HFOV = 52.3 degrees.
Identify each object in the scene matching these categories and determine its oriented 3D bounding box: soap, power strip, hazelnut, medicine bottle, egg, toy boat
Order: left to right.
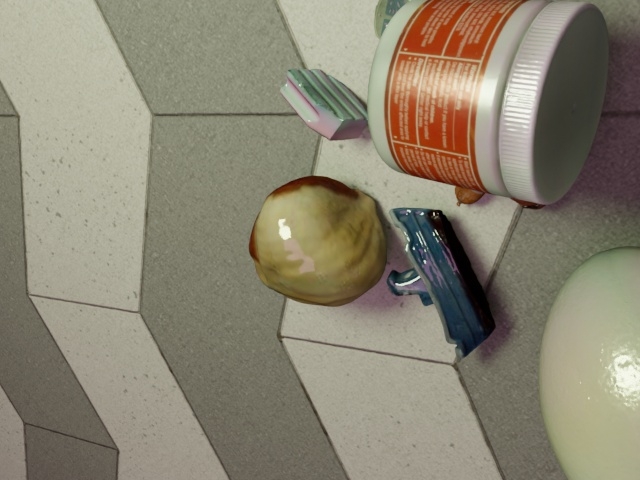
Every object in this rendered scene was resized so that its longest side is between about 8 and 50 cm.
[{"bbox_3d":[0.000,0.000,1.180,0.261,0.241,0.261,42,159,20],"label":"hazelnut"},{"bbox_3d":[0.011,-0.231,1.117,0.149,0.100,0.056,52,136,27],"label":"soap"},{"bbox_3d":[0.199,0.077,1.155,0.142,0.129,0.309,-22,104,23],"label":"toy boat"},{"bbox_3d":[0.186,-0.331,1.019,0.226,0.029,0.080,21,122,17],"label":"power strip"},{"bbox_3d":[0.223,-0.193,0.876,0.240,0.252,0.253,19,123,36],"label":"medicine bottle"},{"bbox_3d":[0.482,0.172,0.938,0.354,0.354,0.340,-21,81,34],"label":"egg"}]

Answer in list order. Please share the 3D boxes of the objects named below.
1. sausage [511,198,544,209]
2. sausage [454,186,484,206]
[{"bbox_3d":[0.351,-0.110,1.017,0.076,0.076,0.141,37,127,7],"label":"sausage"},{"bbox_3d":[0.308,-0.182,1.013,0.053,0.053,0.348,36,126,8],"label":"sausage"}]
